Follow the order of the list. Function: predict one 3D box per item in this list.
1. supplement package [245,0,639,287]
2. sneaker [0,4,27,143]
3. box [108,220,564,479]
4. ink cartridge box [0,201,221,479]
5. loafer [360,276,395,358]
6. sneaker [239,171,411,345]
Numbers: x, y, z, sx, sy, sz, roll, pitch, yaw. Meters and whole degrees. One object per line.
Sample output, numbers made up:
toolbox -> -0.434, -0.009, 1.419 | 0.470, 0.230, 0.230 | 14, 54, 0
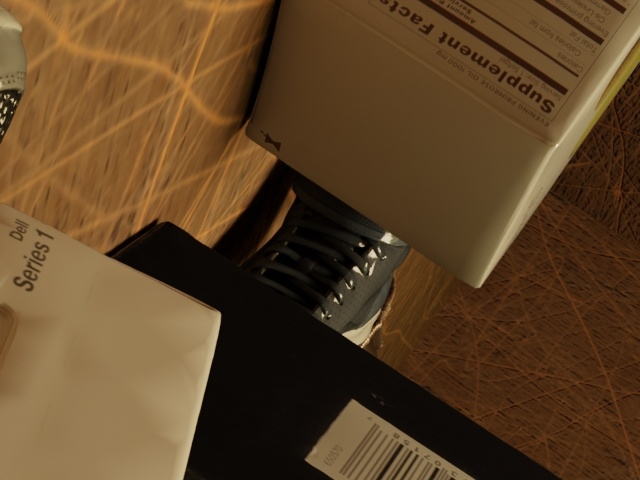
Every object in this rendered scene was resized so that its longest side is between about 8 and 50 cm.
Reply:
supplement package -> 0.093, -0.126, 0.908 | 0.244, 0.134, 0.139 | -53, 172, -27
sneaker -> -0.120, 0.043, 0.445 | 0.215, 0.083, 0.084 | -58, 171, 4
box -> -0.026, 0.226, 0.836 | 0.312, 0.343, 0.179 | -60, 174, 23
ink cartridge box -> -0.120, 0.121, 0.600 | 0.219, 0.092, 0.160 | -60, -169, 29
loafer -> 0.012, 0.108, 1.419 | 0.134, 0.130, 0.366 | -54, 172, -21
sneaker -> -0.001, -0.001, 1.034 | 0.163, 0.086, 0.226 | -62, 170, 25
